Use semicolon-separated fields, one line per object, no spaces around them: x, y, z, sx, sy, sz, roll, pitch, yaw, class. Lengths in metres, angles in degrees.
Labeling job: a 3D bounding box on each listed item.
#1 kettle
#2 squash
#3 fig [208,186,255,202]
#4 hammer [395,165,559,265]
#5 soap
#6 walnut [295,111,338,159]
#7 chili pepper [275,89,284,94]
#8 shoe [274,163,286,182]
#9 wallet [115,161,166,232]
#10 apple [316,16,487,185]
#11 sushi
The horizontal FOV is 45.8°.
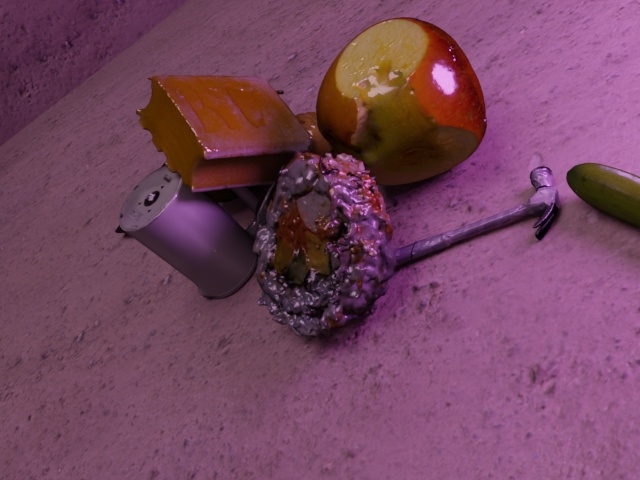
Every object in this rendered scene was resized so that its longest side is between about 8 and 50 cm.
-0.309;-0.041;1.907;0.205;0.318;0.265;-11;47;38;kettle
0.547;-0.068;1.312;0.082;0.082;0.292;-47;38;-3;squash
-0.257;-0.260;2.112;0.316;0.316;0.316;-26;40;24;fig
0.284;-0.018;1.555;0.427;0.044;0.152;-21;43;30;hammer
-0.228;-0.264;1.833;0.293;0.335;0.156;54;133;30;soap
-0.020;-0.253;1.976;0.197;0.165;0.165;30;77;44;walnut
-0.265;-0.351;2.383;0.368;0.092;0.137;-49;55;5;chili pepper
-0.011;-0.134;1.833;0.106;0.207;0.091;-115;36;-48;shoe
-0.511;-0.149;2.442;0.247;0.041;0.322;0;52;43;wallet
0.166;-0.292;1.660;0.374;0.374;0.384;-40;19;7;apple
0.001;0.004;1.616;0.418;0.176;0.417;-5;84;54;sushi
